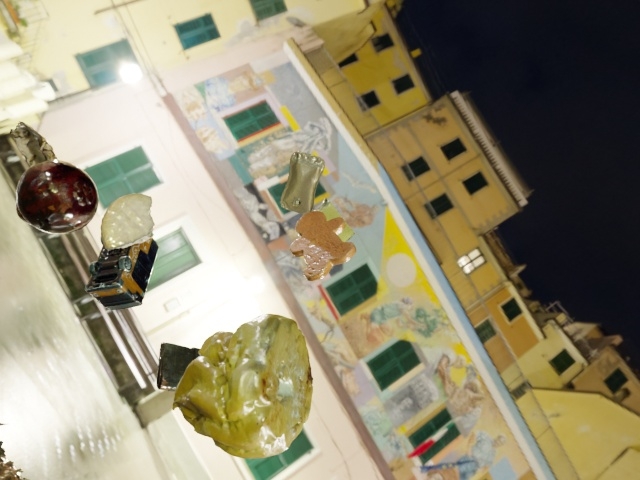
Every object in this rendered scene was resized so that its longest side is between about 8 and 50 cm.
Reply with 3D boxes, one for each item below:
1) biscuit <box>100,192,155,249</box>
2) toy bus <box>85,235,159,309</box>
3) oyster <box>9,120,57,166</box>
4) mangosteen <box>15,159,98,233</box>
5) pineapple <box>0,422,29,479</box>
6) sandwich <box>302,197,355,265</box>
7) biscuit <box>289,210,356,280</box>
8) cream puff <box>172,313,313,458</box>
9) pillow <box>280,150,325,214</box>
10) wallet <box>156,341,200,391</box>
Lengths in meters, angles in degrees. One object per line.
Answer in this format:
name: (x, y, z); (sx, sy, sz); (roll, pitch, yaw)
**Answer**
biscuit: (-0.699, -0.066, 1.817); (0.188, 0.266, 0.040); (33, -32, -20)
toy bus: (-0.758, 0.096, 1.907); (0.194, 0.161, 0.324); (69, 16, -47)
oyster: (-0.870, -0.273, 1.541); (0.166, 0.094, 0.294); (50, -33, 1)
mangosteen: (-0.688, -0.110, 1.282); (0.210, 0.209, 0.210); (49, -23, 29)
pineapple: (-0.689, 0.459, 0.996); (0.310, 0.170, 0.141); (33, -15, 36)
sandwich: (-0.013, -0.030, 2.003); (0.212, 0.245, 0.063); (52, -15, -15)
biscuit: (0.000, 0.002, 1.613); (0.049, 0.205, 0.324); (58, -2, -38)
cream puff: (-0.178, 0.327, 1.143); (0.257, 0.325, 0.291); (-6, -46, 19)
pillow: (-0.068, -0.207, 1.785); (0.033, 0.130, 0.218); (-97, -156, -80)
wallet: (-0.451, 0.479, 1.806); (0.044, 0.317, 0.169); (-22, -124, 36)
